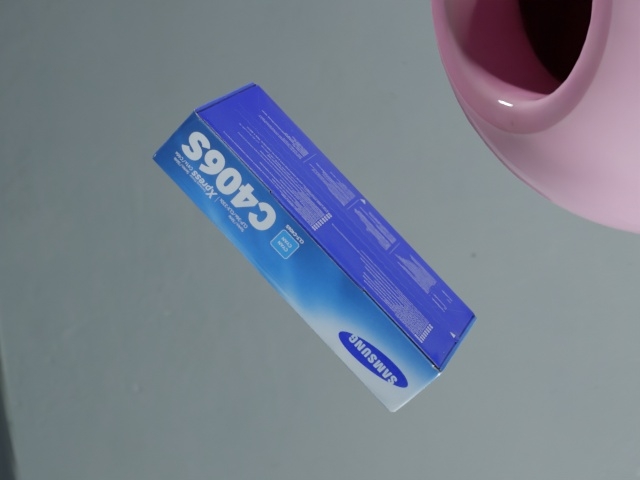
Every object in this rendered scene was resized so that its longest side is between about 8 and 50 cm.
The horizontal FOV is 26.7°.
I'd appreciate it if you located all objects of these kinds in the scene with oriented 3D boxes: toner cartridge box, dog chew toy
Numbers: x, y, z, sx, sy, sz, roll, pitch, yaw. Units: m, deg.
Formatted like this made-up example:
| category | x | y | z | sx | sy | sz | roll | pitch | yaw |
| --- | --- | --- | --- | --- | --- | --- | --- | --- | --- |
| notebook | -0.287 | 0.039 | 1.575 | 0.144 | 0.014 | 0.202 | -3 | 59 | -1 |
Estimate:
| category | x | y | z | sx | sy | sz | roll | pitch | yaw |
| --- | --- | --- | --- | --- | --- | --- | --- | --- | --- |
| toner cartridge box | 0.000 | 0.000 | 1.373 | 0.348 | 0.165 | 0.075 | 47 | 116 | 2 |
| dog chew toy | 0.214 | -0.114 | 0.576 | 0.207 | 0.332 | 0.206 | 25 | 119 | 58 |
